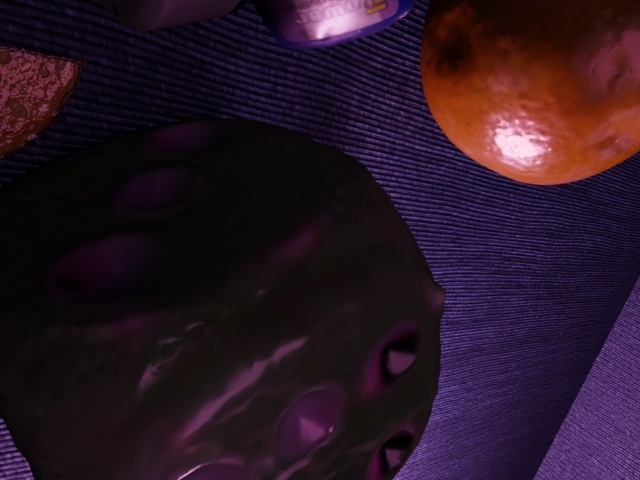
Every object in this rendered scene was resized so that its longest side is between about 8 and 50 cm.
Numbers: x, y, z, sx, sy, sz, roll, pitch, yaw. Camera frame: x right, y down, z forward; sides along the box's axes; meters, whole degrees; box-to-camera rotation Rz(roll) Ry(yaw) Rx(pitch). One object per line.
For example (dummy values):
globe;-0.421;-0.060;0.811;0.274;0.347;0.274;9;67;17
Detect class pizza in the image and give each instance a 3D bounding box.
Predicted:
pizza;-0.258;-0.128;0.475;0.123;0.026;0.108;-47;136;-7

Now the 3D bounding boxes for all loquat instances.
loquat;0.278;-0.229;0.708;0.328;0.328;0.328;-24;129;-32

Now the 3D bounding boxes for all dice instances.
dice;-0.103;0.094;0.535;0.322;0.330;0.318;-28;130;-27

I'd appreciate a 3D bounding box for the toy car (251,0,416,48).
toy car;-0.008;-0.265;0.462;0.235;0.172;0.158;45;38;-60

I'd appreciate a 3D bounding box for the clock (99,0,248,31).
clock;-0.118;-0.254;0.375;0.083;0.230;0.230;-24;130;-26
